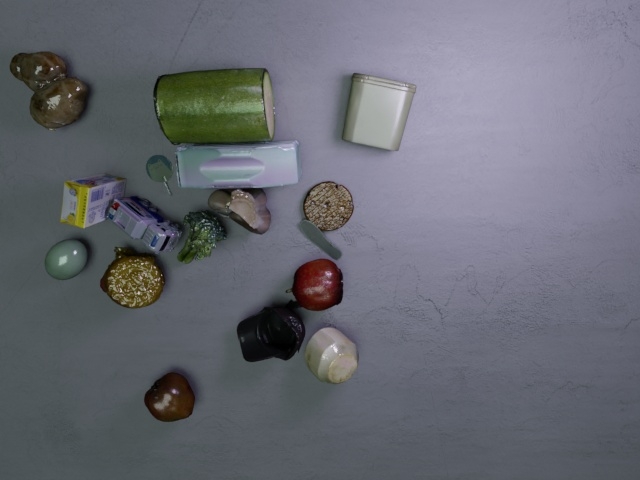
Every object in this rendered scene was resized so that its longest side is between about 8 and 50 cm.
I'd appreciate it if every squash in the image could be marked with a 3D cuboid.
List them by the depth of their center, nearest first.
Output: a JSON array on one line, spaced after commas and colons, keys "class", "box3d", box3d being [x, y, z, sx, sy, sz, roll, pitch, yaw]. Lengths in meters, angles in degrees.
[{"class": "squash", "box3d": [-0.371, -0.488, 1.548, 0.383, 0.263, 0.264, -1, 106, 4]}]

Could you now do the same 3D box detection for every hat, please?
[{"class": "hat", "box3d": [-0.190, 0.400, 1.857, 0.335, 0.209, 0.239, -19, 83, 26]}]

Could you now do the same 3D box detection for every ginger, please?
[{"class": "ginger", "box3d": [-1.043, -0.598, 1.622, 0.244, 0.155, 0.304, -26, 95, 17]}]

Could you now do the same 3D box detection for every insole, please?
[{"class": "insole", "box3d": [0.000, 0.000, 1.780, 0.232, 0.003, 0.080, 44, 127, -12]}]

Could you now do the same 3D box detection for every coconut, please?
[{"class": "coconut", "box3d": [0.045, 0.496, 1.830, 0.240, 0.241, 0.242, 1, 106, 3]}]

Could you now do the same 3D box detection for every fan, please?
[{"class": "fan", "box3d": [-0.656, -0.268, 1.755, 0.113, 0.005, 0.176, -19, 102, 8]}]

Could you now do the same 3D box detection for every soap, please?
[{"class": "soap", "box3d": [-0.303, -0.289, 1.599, 0.445, 0.261, 0.156, 0, 109, 3]}]

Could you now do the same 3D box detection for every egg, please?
[{"class": "egg", "box3d": [-1.081, 0.081, 1.801, 0.149, 0.149, 0.192, 37, 106, -7]}]

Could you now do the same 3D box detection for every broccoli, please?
[{"class": "broccoli", "box3d": [-0.494, 0.022, 1.740, 0.177, 0.198, 0.275, 5, 122, -45]}]

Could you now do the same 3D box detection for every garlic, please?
[{"class": "garlic", "box3d": [-0.318, -0.120, 1.673, 0.237, 0.292, 0.211, -6, 97, -20]}]

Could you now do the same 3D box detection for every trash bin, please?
[{"class": "trash bin", "box3d": [0.213, -0.481, 1.592, 0.243, 0.121, 0.248, 12, 108, -1]}]

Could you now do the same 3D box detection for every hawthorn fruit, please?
[{"class": "hawthorn fruit", "box3d": [-0.025, 0.185, 1.754, 0.249, 0.215, 0.216, -11, 105, 11]}, {"class": "hawthorn fruit", "box3d": [-0.677, 0.740, 1.953, 0.208, 0.208, 0.248, -32, 118, 11]}]

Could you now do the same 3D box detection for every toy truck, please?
[{"class": "toy truck", "box3d": [-0.711, -0.060, 1.710, 0.267, 0.155, 0.125, 36, 106, 13]}]

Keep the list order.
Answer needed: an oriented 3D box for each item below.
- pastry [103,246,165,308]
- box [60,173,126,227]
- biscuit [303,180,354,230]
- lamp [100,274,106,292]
[{"class": "pastry", "box3d": [-0.782, 0.167, 1.788, 0.239, 0.132, 0.236, 20, 89, -27]}, {"class": "box", "box3d": [-0.888, -0.162, 1.665, 0.097, 0.265, 0.169, 17, 108, 0]}, {"class": "biscuit", "box3d": [0.032, -0.139, 1.737, 0.211, 0.036, 0.213, 2, 107, 5]}, {"class": "lamp", "box3d": [-0.910, 0.186, 1.853, 0.101, 0.090, 0.101, -2, 94, -32]}]
